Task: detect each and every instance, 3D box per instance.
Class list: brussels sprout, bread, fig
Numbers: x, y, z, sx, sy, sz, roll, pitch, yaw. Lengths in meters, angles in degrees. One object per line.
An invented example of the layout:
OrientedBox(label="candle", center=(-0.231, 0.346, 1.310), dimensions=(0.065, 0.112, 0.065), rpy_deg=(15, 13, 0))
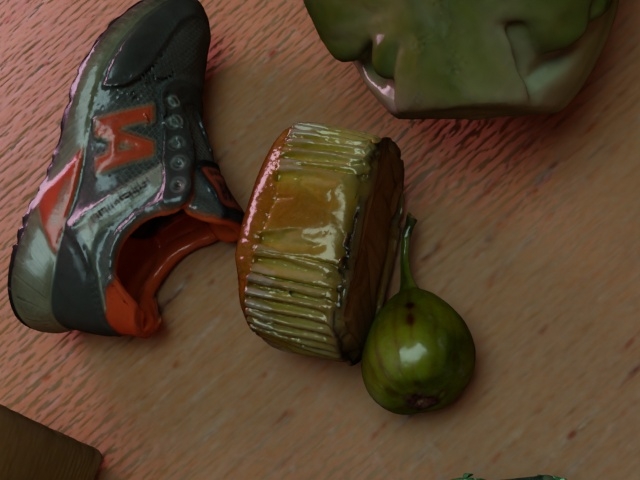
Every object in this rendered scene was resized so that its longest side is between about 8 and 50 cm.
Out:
OrientedBox(label="brussels sprout", center=(0.109, -0.256, 0.947), dimensions=(0.289, 0.281, 0.354), rpy_deg=(-7, 76, 18))
OrientedBox(label="bread", center=(0.000, 0.000, 0.956), dimensions=(0.114, 0.132, 0.190), rpy_deg=(10, 68, 23))
OrientedBox(label="fig", center=(0.088, 0.062, 0.938), dimensions=(0.093, 0.093, 0.166), rpy_deg=(4, 48, 22))

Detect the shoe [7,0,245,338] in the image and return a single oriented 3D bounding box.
OrientedBox(label="shoe", center=(-0.137, -0.061, 1.041), dimensions=(0.171, 0.132, 0.336), rpy_deg=(16, 76, 20))

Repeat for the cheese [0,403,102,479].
OrientedBox(label="cheese", center=(-0.300, 0.251, 0.897), dimensions=(0.124, 0.242, 0.265), rpy_deg=(16, 74, 15))

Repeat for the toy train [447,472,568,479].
OrientedBox(label="toy train", center=(0.066, 0.207, 0.854), dimensions=(0.251, 0.119, 0.085), rpy_deg=(-10, 64, 17))
